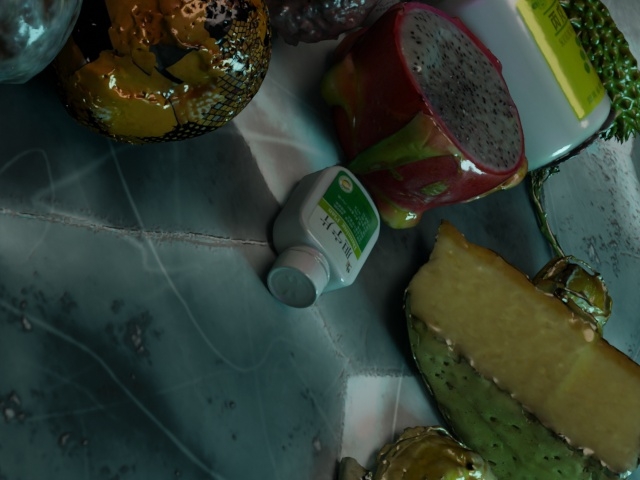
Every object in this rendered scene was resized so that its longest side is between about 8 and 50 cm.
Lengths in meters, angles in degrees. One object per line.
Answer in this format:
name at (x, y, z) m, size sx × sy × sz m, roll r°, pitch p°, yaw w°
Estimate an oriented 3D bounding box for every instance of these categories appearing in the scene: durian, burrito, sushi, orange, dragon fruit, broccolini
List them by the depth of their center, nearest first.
orange at (-0.164, -0.201, 1.379) m, size 0.234 × 0.234 × 0.182 m, roll 24°, pitch 30°, yaw -43°
burrito at (0.029, 0.337, 1.537) m, size 0.045 × 0.041 × 0.185 m, roll 92°, pitch 8°, yaw -55°
sushi at (-0.004, -0.365, 1.677) m, size 0.107 × 0.161 × 0.241 m, roll 42°, pitch 40°, yaw -56°
dragon fruit at (0.119, -0.165, 1.757) m, size 0.290 × 0.189 × 0.291 m, roll 33°, pitch 43°, yaw -37°
orange at (0.352, 0.106, 1.973) m, size 0.170 × 0.112 × 0.160 m, roll -20°, pitch 93°, yaw -35°
broccolini at (0.354, -0.041, 2.108) m, size 0.052 × 0.054 × 0.194 m, roll -9°, pitch 89°, yaw -22°
durian at (0.441, -0.315, 2.236) m, size 0.352 × 0.158 × 0.169 m, roll 59°, pitch 27°, yaw -9°

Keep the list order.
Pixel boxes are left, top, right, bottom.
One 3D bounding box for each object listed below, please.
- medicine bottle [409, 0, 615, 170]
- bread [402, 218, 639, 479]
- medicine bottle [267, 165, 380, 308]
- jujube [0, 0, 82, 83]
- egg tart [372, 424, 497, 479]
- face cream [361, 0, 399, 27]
medicine bottle at (0.246, -0.293, 1.929) m, size 0.379 × 0.213 × 0.213 m, roll 58°, pitch 40°, yaw -17°
bread at (0.286, 0.149, 1.757) m, size 0.248 × 0.279 × 0.315 m, roll -51°, pitch 127°, yaw -40°
medicine bottle at (0.000, 0.000, 1.620) m, size 0.119 × 0.069 × 0.183 m, roll 56°, pitch 41°, yaw -22°
jujube at (-0.327, -0.290, 1.221) m, size 0.246 × 0.215 × 0.308 m, roll -17°, pitch 89°, yaw -52°
egg tart at (0.161, 0.360, 1.643) m, size 0.279 × 0.095 × 0.279 m, roll 21°, pitch 60°, yaw -44°
face cream at (0.066, -0.343, 1.821) m, size 0.091 × 0.091 × 0.095 m, roll -48°, pitch 141°, yaw -49°
